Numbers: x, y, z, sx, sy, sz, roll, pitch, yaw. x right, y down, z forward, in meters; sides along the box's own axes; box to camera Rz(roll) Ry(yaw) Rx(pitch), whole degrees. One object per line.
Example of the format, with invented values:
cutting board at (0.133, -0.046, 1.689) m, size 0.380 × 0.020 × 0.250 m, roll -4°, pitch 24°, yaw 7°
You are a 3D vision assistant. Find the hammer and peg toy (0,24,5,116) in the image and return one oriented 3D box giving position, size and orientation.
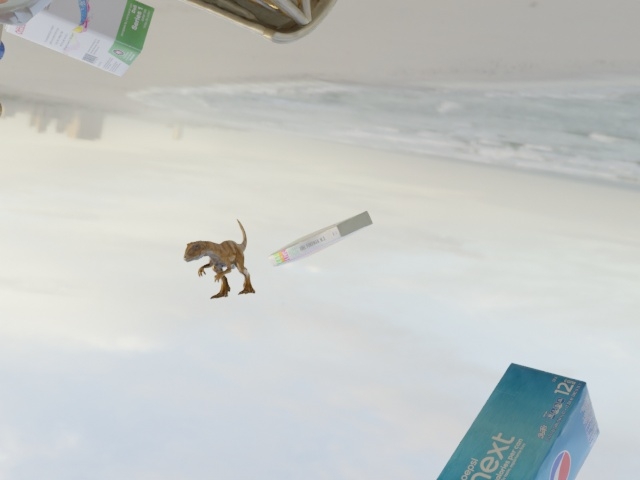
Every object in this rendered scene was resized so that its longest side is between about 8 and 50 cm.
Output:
hammer and peg toy at (-0.569, -0.357, 1.283) m, size 0.266 × 0.361 × 0.127 m, roll 16°, pitch -172°, yaw 20°

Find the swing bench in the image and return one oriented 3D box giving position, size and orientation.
swing bench at (-0.138, -0.398, 1.179) m, size 0.253 × 0.165 × 0.255 m, roll 27°, pitch 166°, yaw 26°

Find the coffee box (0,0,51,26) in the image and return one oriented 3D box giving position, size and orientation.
coffee box at (-0.331, -0.274, 0.744) m, size 0.141 × 0.098 × 0.246 m, roll -28°, pitch 171°, yaw 28°

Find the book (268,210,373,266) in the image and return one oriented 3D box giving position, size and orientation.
book at (0.000, 0.000, 1.349) m, size 0.144 × 0.035 × 0.096 m, roll -24°, pitch -179°, yaw 36°

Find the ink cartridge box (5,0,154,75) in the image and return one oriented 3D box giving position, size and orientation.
ink cartridge box at (-0.538, -0.492, 1.922) m, size 0.278 × 0.117 × 0.201 m, roll 19°, pitch 166°, yaw -23°

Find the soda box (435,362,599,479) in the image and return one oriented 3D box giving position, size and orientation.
soda box at (0.138, 0.198, 0.671) m, size 0.071 × 0.067 × 0.210 m, roll 11°, pitch -132°, yaw 41°

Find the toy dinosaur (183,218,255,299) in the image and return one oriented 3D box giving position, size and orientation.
toy dinosaur at (-0.129, 0.025, 1.273) m, size 0.064 × 0.112 × 0.211 m, roll -7°, pitch -178°, yaw 17°
